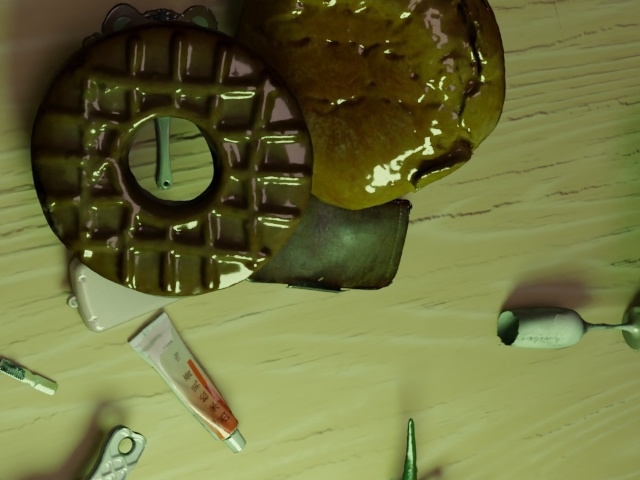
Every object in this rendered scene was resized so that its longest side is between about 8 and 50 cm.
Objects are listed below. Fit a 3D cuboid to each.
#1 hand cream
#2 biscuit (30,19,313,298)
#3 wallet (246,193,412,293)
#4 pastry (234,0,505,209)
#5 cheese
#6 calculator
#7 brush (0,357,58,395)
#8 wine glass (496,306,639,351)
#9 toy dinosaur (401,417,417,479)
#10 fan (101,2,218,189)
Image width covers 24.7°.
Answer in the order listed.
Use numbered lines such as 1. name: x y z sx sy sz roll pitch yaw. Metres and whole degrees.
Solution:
1. hand cream: -0.159 0.187 1.860 0.216 0.038 0.052 55 44 -25
2. biscuit: -0.167 -0.089 1.670 0.332 0.103 0.332 0 105 0
3. wallet: 0.000 0.000 1.913 0.255 0.031 0.137 6 98 -32
4. pastry: 0.051 -0.199 1.731 0.356 0.356 0.164 68 29 -24
5. cheese: -0.296 0.359 1.783 0.163 0.082 0.286 37 80 -33
6. calculator: -0.229 0.045 1.780 0.175 0.032 0.100 -22 111 -26
7. brush: -0.348 0.164 1.746 0.083 0.013 0.016 32 81 -35
8. wine glass: 0.370 0.129 2.152 0.262 0.074 0.074 2 100 -30
9. toy dinosaur: 0.068 0.481 2.045 0.301 0.087 0.447 -20 109 -20
10. fan: -0.191 -0.173 1.767 0.152 0.008 0.227 -6 103 -31
